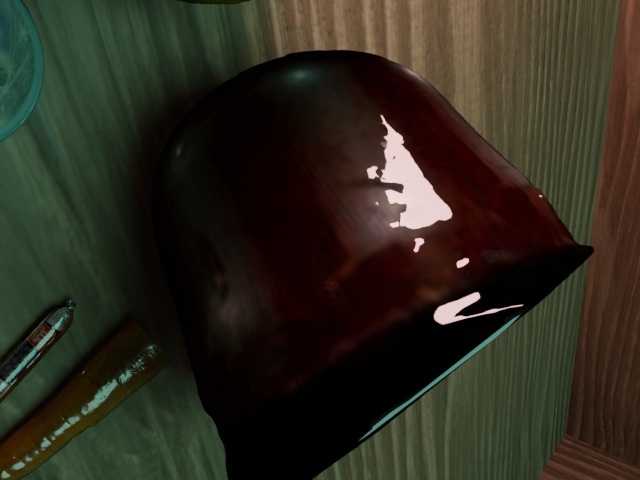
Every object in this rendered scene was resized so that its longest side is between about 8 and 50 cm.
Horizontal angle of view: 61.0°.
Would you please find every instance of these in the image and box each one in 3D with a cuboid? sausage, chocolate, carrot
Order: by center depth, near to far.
[{"bbox_3d":[-0.285,0.129,0.472,0.198,0.025,0.028,-53,123,-22],"label":"sausage"},{"bbox_3d":[0.000,0.000,0.516,0.383,0.331,0.384,-36,166,-10],"label":"chocolate"},{"bbox_3d":[-0.244,0.167,0.519,0.209,0.061,0.061,-43,133,-25],"label":"carrot"}]

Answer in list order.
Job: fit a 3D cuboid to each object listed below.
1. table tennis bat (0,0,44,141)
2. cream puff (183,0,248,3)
[{"bbox_3d":[-0.299,-0.133,0.349,0.237,0.038,0.149,-3,106,-52],"label":"table tennis bat"},{"bbox_3d":[-0.064,-0.294,0.391,0.257,0.291,0.324,-59,165,20],"label":"cream puff"}]
